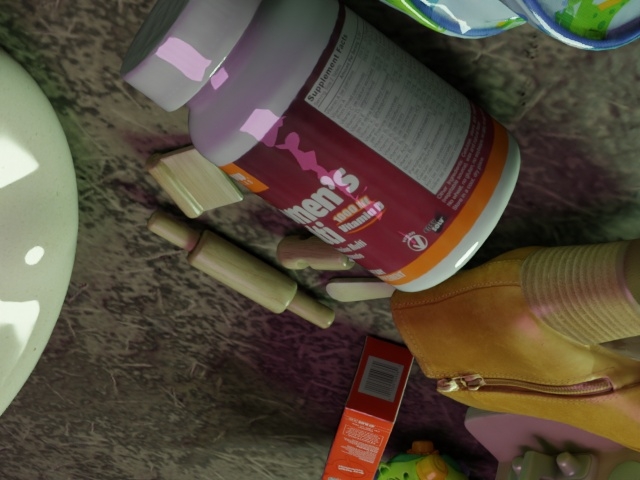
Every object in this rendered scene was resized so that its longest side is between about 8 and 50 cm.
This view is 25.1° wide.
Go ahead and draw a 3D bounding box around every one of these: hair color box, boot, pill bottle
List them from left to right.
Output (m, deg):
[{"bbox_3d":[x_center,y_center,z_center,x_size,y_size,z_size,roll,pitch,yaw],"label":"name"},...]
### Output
[{"bbox_3d":[0.000,-0.074,0.846,0.221,0.121,0.121,34,143,-19],"label":"pill bottle"},{"bbox_3d":[0.037,0.146,1.170,0.043,0.072,0.141,17,145,3],"label":"hair color box"},{"bbox_3d":[0.203,0.104,1.015,0.211,0.104,0.295,-15,130,46],"label":"boot"}]

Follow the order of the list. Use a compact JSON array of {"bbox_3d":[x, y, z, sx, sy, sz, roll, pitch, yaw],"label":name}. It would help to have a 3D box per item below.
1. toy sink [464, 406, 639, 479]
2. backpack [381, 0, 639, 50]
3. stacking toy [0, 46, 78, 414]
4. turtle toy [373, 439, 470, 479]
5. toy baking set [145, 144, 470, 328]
[{"bbox_3d":[0.222,0.241,1.154,0.153,0.131,0.234,-13,133,39],"label":"toy sink"},{"bbox_3d":[0.039,-0.227,0.483,0.273,0.290,0.355,28,154,15],"label":"backpack"},{"bbox_3d":[-0.446,-0.041,1.041,0.480,0.350,0.350,23,151,31],"label":"stacking toy"},{"bbox_3d":[0.099,0.221,1.245,0.130,0.066,0.095,35,119,-24],"label":"turtle toy"},{"bbox_3d":[-0.005,0.002,1.031,0.256,0.030,0.197,34,143,-18],"label":"toy baking set"}]
